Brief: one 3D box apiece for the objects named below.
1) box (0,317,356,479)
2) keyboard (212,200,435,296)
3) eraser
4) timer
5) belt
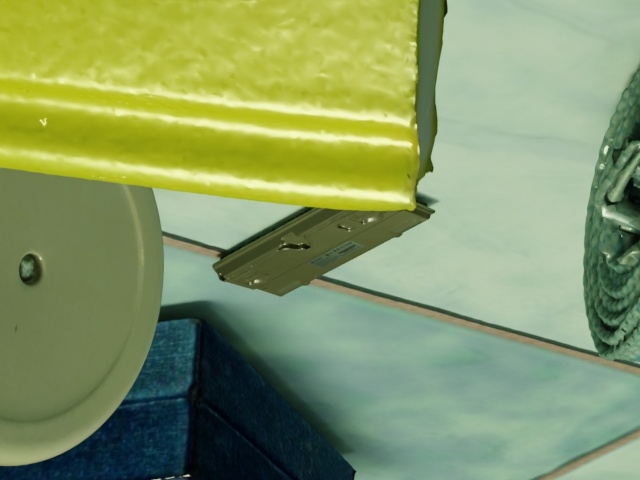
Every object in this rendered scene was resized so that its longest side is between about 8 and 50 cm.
[{"bbox_3d":[-0.150,0.158,1.240,0.279,0.116,0.261,-7,151,19],"label":"box"},{"bbox_3d":[0.000,0.000,1.031,0.049,0.015,0.129,16,150,-35],"label":"keyboard"},{"bbox_3d":[-0.064,-0.099,0.668,0.226,0.069,0.158,8,121,12],"label":"eraser"},{"bbox_3d":[-0.228,0.010,0.953,0.266,0.175,0.175,2,159,39],"label":"timer"},{"bbox_3d":[0.162,-0.018,0.847,0.082,0.147,0.163,9,124,-8],"label":"belt"}]
